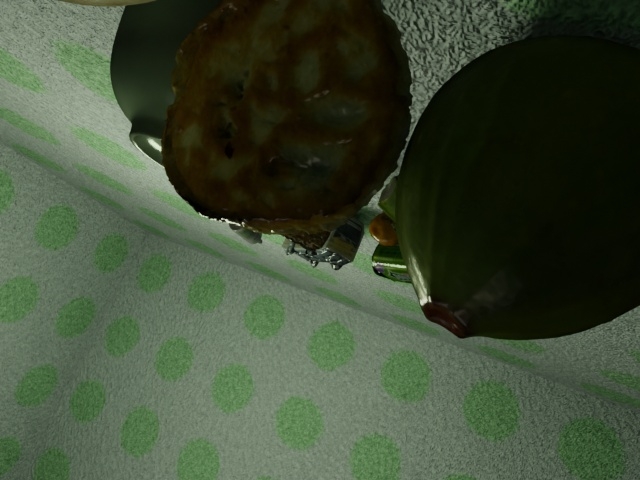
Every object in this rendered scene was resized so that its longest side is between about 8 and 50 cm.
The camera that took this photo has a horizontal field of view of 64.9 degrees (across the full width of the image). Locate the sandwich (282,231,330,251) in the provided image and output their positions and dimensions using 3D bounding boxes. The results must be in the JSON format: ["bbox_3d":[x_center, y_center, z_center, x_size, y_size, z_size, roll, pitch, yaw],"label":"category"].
[{"bbox_3d":[-0.097,-0.093,1.064,0.249,0.095,0.273,26,-169,-9],"label":"sandwich"}]

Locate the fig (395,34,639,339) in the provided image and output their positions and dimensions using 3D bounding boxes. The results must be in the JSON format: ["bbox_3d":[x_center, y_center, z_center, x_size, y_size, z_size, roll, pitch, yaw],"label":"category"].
[{"bbox_3d":[0.206,-0.035,0.504,0.316,0.316,0.316,22,167,6],"label":"fig"}]

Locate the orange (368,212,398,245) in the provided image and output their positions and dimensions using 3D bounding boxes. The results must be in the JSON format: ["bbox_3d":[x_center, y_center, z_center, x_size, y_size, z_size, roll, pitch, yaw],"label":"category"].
[{"bbox_3d":[0.150,-0.028,1.149,0.086,0.086,0.062,17,142,25],"label":"orange"}]

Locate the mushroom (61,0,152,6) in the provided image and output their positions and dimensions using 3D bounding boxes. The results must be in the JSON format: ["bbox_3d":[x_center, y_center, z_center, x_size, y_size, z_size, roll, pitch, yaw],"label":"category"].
[{"bbox_3d":[-0.167,-0.310,0.424,0.254,0.195,0.189,2,-172,43],"label":"mushroom"}]

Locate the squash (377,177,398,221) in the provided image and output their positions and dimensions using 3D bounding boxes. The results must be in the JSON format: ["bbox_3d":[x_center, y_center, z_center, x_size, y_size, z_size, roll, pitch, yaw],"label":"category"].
[{"bbox_3d":[0.209,-0.038,1.012,0.250,0.083,0.083,34,164,-26],"label":"squash"}]

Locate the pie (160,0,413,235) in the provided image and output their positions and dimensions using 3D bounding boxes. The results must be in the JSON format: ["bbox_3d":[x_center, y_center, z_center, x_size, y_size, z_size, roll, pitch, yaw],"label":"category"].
[{"bbox_3d":[-0.042,-0.144,0.566,0.315,0.315,0.092,17,-175,25],"label":"pie"}]

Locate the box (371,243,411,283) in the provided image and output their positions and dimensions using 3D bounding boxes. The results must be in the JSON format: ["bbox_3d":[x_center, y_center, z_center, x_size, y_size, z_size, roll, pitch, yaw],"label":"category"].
[{"bbox_3d":[0.285,0.068,1.239,0.134,0.097,0.346,32,164,-34],"label":"box"}]

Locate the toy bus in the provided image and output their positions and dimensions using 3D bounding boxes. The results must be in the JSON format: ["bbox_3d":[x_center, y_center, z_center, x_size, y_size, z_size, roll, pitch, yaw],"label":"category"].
[{"bbox_3d":[0.000,0.000,1.369,0.097,0.138,0.342,30,166,-19],"label":"toy bus"}]

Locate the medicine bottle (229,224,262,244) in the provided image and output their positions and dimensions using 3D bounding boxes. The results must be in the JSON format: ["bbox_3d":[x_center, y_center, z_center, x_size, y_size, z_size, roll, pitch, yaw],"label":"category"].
[{"bbox_3d":[-0.223,-0.024,1.591,0.058,0.057,0.199,18,167,21],"label":"medicine bottle"}]

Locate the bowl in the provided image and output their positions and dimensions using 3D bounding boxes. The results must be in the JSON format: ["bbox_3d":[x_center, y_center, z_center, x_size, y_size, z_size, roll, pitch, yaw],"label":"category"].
[{"bbox_3d":[-0.177,-0.198,0.792,0.354,0.185,0.354,22,167,5],"label":"bowl"}]
